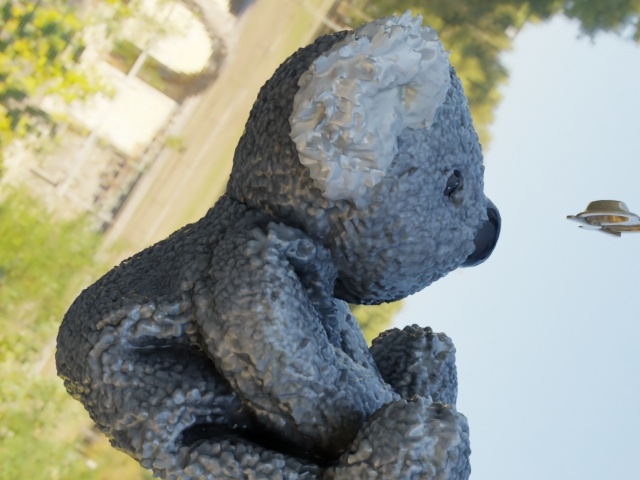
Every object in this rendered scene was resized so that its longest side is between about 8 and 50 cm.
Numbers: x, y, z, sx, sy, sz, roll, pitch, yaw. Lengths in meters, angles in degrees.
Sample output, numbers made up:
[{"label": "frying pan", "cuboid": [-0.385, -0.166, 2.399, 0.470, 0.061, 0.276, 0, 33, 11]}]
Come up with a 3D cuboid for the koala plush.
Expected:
[{"label": "koala plush", "cuboid": [0.000, 0.000, 0.596, 0.196, 0.203, 0.221, -61, 172, -81]}]

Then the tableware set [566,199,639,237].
[{"label": "tableware set", "cuboid": [0.305, -0.018, 1.149, 0.141, 0.168, 0.020, 20, 71, -58]}]
